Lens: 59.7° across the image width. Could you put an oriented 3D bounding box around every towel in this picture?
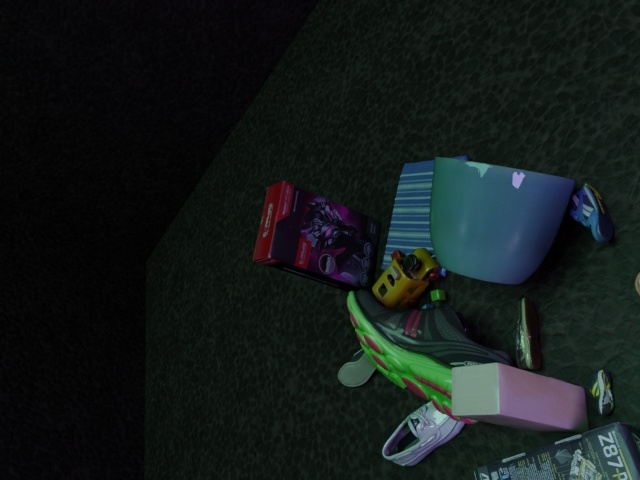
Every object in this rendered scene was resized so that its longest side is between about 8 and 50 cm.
[{"bbox_3d":[0.291,-0.069,1.557,0.243,0.040,0.336,2,76,54],"label":"towel"}]

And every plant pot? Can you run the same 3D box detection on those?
[{"bbox_3d":[0.369,-0.040,1.204,0.293,0.293,0.235,23,105,58],"label":"plant pot"}]

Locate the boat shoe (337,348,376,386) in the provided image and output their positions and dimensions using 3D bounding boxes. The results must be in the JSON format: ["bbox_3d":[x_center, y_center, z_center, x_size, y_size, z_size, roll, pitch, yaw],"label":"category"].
[{"bbox_3d":[0.126,0.341,1.561,0.206,0.075,0.065,-49,-6,37],"label":"boat shoe"}]

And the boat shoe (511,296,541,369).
[{"bbox_3d":[0.429,0.196,1.179,0.049,0.056,0.152,-20,57,44],"label":"boat shoe"}]

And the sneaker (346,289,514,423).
[{"bbox_3d":[0.242,0.241,1.318,0.202,0.185,0.483,-35,39,-22],"label":"sneaker"}]

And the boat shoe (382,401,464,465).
[{"bbox_3d":[0.242,0.434,1.293,0.258,0.084,0.095,-56,34,19],"label":"boat shoe"}]

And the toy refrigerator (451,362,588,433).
[{"bbox_3d":[0.367,0.289,1.019,0.102,0.269,0.094,-24,53,49],"label":"toy refrigerator"}]

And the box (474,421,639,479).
[{"bbox_3d":[0.445,0.545,0.925,0.318,0.097,0.395,-43,40,39],"label":"box"}]

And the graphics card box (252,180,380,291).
[{"bbox_3d":[0.000,0.000,1.627,0.094,0.371,0.233,-16,58,52],"label":"graphics card box"}]

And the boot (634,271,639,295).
[{"bbox_3d":[0.617,0.044,0.786,0.236,0.269,0.089,-48,40,31],"label":"boot"}]

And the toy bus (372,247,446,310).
[{"bbox_3d":[0.223,0.092,1.458,0.191,0.104,0.202,-4,81,53],"label":"toy bus"}]

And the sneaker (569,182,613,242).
[{"bbox_3d":[0.551,-0.048,1.141,0.059,0.053,0.144,-38,36,38],"label":"sneaker"}]

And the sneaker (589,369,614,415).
[{"bbox_3d":[0.517,0.282,1.031,0.035,0.031,0.083,-35,40,60],"label":"sneaker"}]
